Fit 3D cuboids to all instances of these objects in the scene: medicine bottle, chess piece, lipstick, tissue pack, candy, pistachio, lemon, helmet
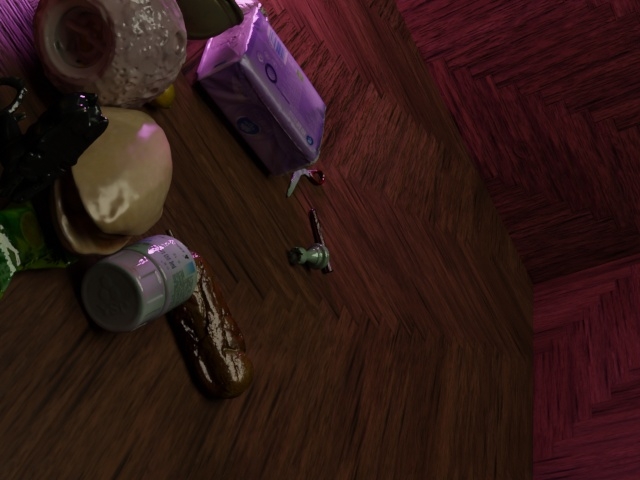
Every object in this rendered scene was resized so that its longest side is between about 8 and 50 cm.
[{"bbox_3d":[-0.298,0.071,1.304,0.135,0.135,0.168,67,27,-6],"label":"medicine bottle"},{"bbox_3d":[-0.032,0.039,1.943,0.103,0.067,0.067,4,68,-52],"label":"chess piece"},{"bbox_3d":[0.000,0.000,2.070,0.027,0.027,0.176,10,62,-61],"label":"lipstick"},{"bbox_3d":[-0.134,-0.350,1.906,0.338,0.160,0.242,52,32,-35],"label":"tissue pack"},{"bbox_3d":[-0.447,0.006,1.131,0.149,0.069,0.246,65,21,-7],"label":"candy"},{"bbox_3d":[-0.338,-0.099,1.253,0.214,0.193,0.318,54,17,-26],"label":"pistachio"},{"bbox_3d":[-0.332,-0.305,1.589,0.092,0.065,0.065,49,32,-33],"label":"lemon"},{"bbox_3d":[-0.306,-0.527,1.722,0.257,0.137,0.204,42,-8,-18],"label":"helmet"}]

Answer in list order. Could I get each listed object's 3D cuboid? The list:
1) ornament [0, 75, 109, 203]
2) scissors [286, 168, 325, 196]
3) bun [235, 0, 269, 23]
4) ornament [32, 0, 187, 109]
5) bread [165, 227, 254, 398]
[{"bbox_3d":[-0.429,-0.200,1.153,0.236,0.202,0.080,56,14,31],"label":"ornament"},{"bbox_3d":[-0.059,-0.189,2.103,0.144,0.017,0.248,64,27,-11],"label":"scissors"},{"bbox_3d":[-0.189,-0.560,1.999,0.166,0.113,0.173,56,26,-26],"label":"bun"},{"bbox_3d":[-0.357,-0.350,1.356,0.259,0.259,0.225,67,24,-6],"label":"ornament"},{"bbox_3d":[-0.218,0.136,1.472,0.124,0.084,0.344,-26,94,-65],"label":"bread"}]
